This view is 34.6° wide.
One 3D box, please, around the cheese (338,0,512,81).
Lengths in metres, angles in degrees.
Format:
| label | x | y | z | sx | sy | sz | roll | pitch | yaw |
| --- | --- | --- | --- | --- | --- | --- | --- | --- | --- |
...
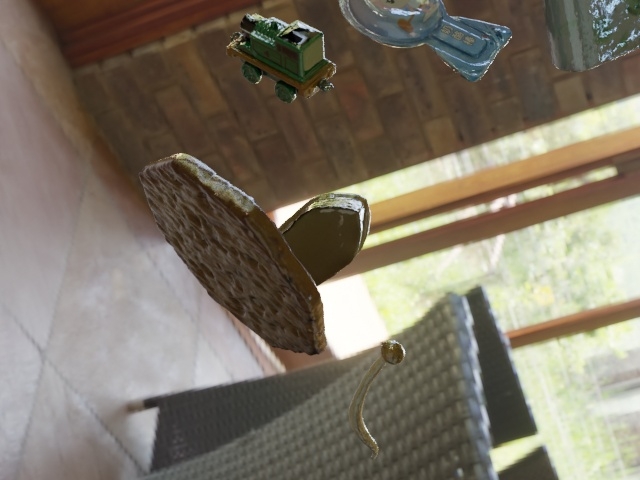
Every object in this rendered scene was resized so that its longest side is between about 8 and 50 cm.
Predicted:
| label | x | y | z | sx | sy | sz | roll | pitch | yaw |
| --- | --- | --- | --- | --- | --- | --- | --- | --- | --- |
| cheese | 0.128 | -0.299 | 1.383 | 0.135 | 0.244 | 0.052 | -53 | 164 | -30 |

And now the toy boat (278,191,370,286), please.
| label | x | y | z | sx | sy | sz | roll | pitch | yaw |
| --- | --- | --- | --- | --- | --- | --- | --- | --- | --- |
| toy boat | 0.000 | 0.000 | 1.596 | 0.116 | 0.188 | 0.061 | 48 | 12 | -6 |

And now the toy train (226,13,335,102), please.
| label | x | y | z | sx | sy | sz | roll | pitch | yaw |
| --- | --- | --- | --- | --- | --- | --- | --- | --- | --- |
| toy train | -0.068 | -0.327 | 1.784 | 0.227 | 0.091 | 0.136 | 33 | -32 | 22 |

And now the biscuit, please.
| label | x | y | z | sx | sy | sz | roll | pitch | yaw |
| --- | --- | --- | --- | --- | --- | --- | --- | --- | --- |
| biscuit | -0.117 | 0.022 | 1.417 | 0.359 | 0.046 | 0.359 | 40 | -23 | 21 |

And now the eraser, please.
| label | x | y | z | sx | sy | sz | roll | pitch | yaw |
| --- | --- | --- | --- | --- | --- | --- | --- | --- | --- |
| eraser | 0.345 | -0.340 | 1.244 | 0.081 | 0.174 | 0.227 | -122 | -169 | -58 |

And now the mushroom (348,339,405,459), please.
| label | x | y | z | sx | sy | sz | roll | pitch | yaw |
| --- | --- | --- | --- | --- | --- | --- | --- | --- | --- |
| mushroom | 0.086 | 0.277 | 1.725 | 0.043 | 0.068 | 0.306 | -64 | 169 | -48 |
